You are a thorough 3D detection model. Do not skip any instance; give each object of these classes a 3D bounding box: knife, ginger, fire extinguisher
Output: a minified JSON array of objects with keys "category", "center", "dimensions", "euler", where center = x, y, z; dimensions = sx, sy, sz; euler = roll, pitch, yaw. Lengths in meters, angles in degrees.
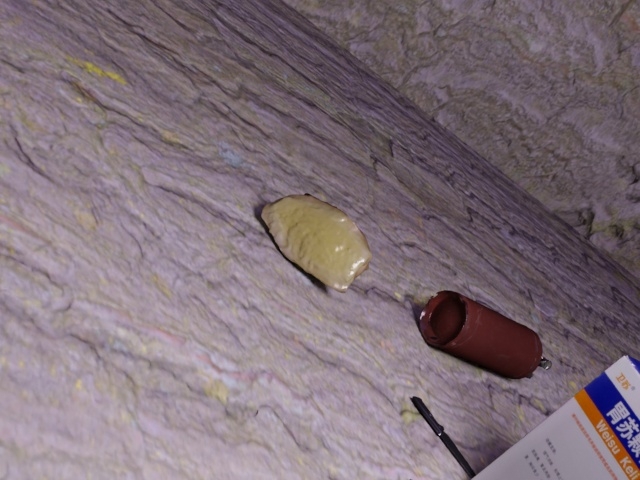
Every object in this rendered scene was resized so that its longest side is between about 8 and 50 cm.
[{"category":"knife","center":[0.190,0.300,1.437],"dimensions":[0.023,0.010,0.170],"euler":[-3,51,-56]},{"category":"ginger","center":[-0.003,-0.003,1.575],"dimensions":[0.193,0.115,0.122],"euler":[39,-2,10]},{"category":"fire extinguisher","center":[0.312,0.182,1.789],"dimensions":[0.337,0.106,0.147],"euler":[27,1,-41]}]

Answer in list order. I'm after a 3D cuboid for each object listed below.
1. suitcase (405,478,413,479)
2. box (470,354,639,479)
[{"category":"suitcase","center":[0.123,0.336,1.125],"dimensions":[0.126,0.086,0.059],"euler":[33,21,-28]},{"category":"box","center":[0.369,0.329,1.294],"dimensions":[0.106,0.299,0.200],"euler":[26,27,-43]}]
